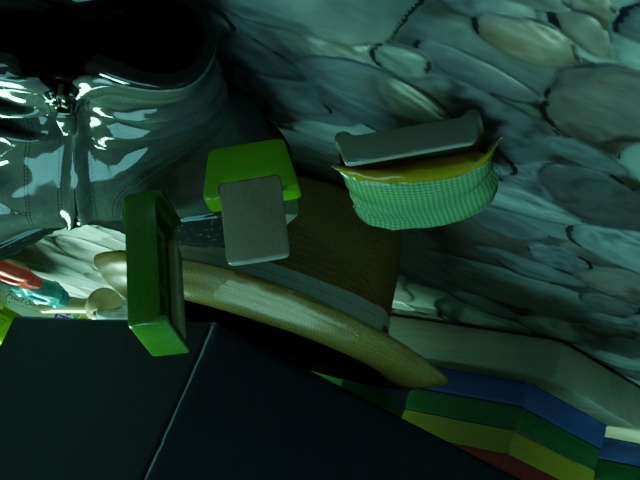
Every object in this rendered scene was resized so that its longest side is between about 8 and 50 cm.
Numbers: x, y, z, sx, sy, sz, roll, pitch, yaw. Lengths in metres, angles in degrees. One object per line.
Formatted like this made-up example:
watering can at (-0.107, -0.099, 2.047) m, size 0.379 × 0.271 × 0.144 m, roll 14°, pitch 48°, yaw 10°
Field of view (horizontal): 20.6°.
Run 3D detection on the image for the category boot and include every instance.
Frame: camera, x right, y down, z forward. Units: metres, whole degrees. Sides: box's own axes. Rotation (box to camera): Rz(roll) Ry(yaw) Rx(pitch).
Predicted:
boot at (-0.141, -0.053, 0.719) m, size 0.247 × 0.083 × 0.161 m, roll -5°, pitch 158°, yaw 15°

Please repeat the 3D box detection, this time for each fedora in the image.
fedora at (-0.015, 0.014, 0.861) m, size 0.194 × 0.079 × 0.194 m, roll 17°, pitch 170°, yaw 3°

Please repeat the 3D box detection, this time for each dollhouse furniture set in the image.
dollhouse furniture set at (0.000, 0.000, 0.684) m, size 0.152 × 0.058 × 0.076 m, roll -9°, pitch 156°, yaw 6°

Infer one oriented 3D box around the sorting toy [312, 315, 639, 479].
sorting toy at (0.115, 0.134, 1.171) m, size 0.257 × 0.089 × 0.255 m, roll 6°, pitch 162°, yaw 45°

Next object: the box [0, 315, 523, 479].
box at (-0.034, 0.176, 0.970) m, size 0.294 × 0.182 × 0.296 m, roll 28°, pitch 165°, yaw -25°

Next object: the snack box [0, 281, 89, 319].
snack box at (-0.258, 0.068, 1.555) m, size 0.141 × 0.037 × 0.100 m, roll 19°, pitch 169°, yaw 5°

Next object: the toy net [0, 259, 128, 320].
toy net at (-0.182, 0.028, 1.264) m, size 0.232 × 0.045 × 0.122 m, roll 20°, pitch 166°, yaw -13°

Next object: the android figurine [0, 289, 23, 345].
android figurine at (-0.326, 0.033, 1.371) m, size 0.273 × 0.056 × 0.248 m, roll 24°, pitch 176°, yaw 19°
